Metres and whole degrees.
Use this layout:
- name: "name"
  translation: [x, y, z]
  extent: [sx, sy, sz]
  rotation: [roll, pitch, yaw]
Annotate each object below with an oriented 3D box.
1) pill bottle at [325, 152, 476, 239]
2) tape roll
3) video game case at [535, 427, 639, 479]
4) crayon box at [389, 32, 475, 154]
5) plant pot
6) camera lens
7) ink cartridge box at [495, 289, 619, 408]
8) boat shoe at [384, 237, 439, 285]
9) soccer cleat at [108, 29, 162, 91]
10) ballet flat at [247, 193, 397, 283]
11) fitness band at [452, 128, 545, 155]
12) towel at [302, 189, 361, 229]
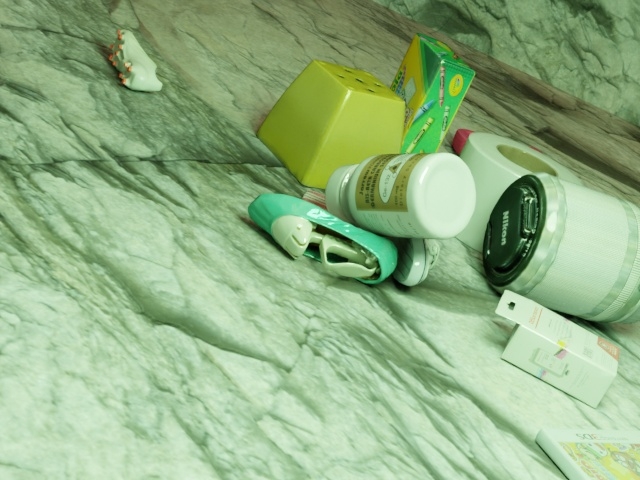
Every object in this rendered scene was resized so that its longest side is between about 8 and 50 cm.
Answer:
- name: "pill bottle"
  translation: [0.117, -0.070, 1.623]
  extent: [0.131, 0.131, 0.229]
  rotation: [4, -1, -39]
- name: "tape roll"
  translation: [0.362, -0.081, 2.008]
  extent: [0.246, 0.169, 0.246]
  rotation: [19, 23, -8]
- name: "video game case"
  translation: [0.418, 0.324, 1.345]
  extent: [0.206, 0.026, 0.227]
  rotation: [8, 27, -33]
- name: "crayon box"
  translation: [0.189, -0.252, 2.072]
  extent: [0.081, 0.278, 0.165]
  rotation: [15, 24, -22]
- name: "plant pot"
  translation: [0.038, -0.223, 1.980]
  extent: [0.212, 0.187, 0.212]
  rotation: [7, 27, -36]
- name: "camera lens"
  translation: [0.435, 0.016, 1.794]
  extent: [0.274, 0.219, 0.219]
  rotation: [17, 23, -16]
- name: "ink cartridge box"
  translation: [0.349, 0.161, 1.587]
  extent: [0.198, 0.067, 0.115]
  rotation: [29, 22, 9]
- name: "boat shoe"
  translation: [0.161, 0.014, 1.708]
  extent: [0.076, 0.083, 0.226]
  rotation: [18, 22, -11]
- name: "soccer cleat"
  translation: [-0.361, -0.346, 2.030]
  extent: [0.076, 0.068, 0.196]
  rotation: [15, 30, -32]
- name: "ballet flat"
  translation: [0.000, 0.000, 1.592]
  extent: [0.247, 0.083, 0.087]
  rotation: [21, 36, -2]
- name: "fitness band"
  translation: [0.418, -0.207, 2.437]
  extent: [0.209, 0.054, 0.291]
  rotation: [15, 14, -5]
- name: "towel"
  translation: [0.025, -0.026, 1.743]
  extent: [0.144, 0.029, 0.197]
  rotation: [24, 20, 1]
